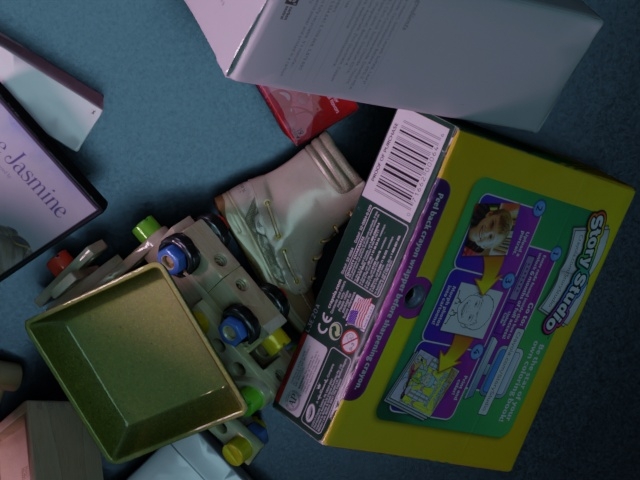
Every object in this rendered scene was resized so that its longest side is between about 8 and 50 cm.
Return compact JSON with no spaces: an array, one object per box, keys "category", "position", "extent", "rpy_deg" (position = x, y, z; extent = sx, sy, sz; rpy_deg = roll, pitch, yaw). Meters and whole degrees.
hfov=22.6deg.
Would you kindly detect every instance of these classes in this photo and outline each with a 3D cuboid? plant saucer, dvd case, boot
[{"category":"plant saucer","position":[-0.189,0.125,1.696],"extent":[0.188,0.045,0.188],"rpy_deg":[-24,103,25]},{"category":"dvd case","position":[-0.377,-0.040,1.729],"extent":[0.253,0.022,0.180],"rpy_deg":[-32,109,25]},{"category":"boot","position":[0.000,0.000,1.819],"extent":[0.165,0.077,0.213],"rpy_deg":[-33,105,-2]}]

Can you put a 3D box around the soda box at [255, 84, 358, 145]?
[{"category":"soda box","position":[-0.062,-0.238,1.745],"extent":[0.083,0.092,0.263],"rpy_deg":[-32,105,-2]}]

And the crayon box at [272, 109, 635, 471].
[{"category":"crayon box","position":[0.153,0.060,1.767],"extent":[0.313,0.106,0.362],"rpy_deg":[14,102,-43]}]

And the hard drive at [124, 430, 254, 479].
[{"category":"hard drive","position":[-0.198,0.412,1.871],"extent":[0.353,0.047,0.233],"rpy_deg":[-44,88,4]}]

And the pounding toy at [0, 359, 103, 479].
[{"category":"pounding toy","position":[-0.319,0.231,1.798],"extent":[0.094,0.181,0.206],"rpy_deg":[6,62,-32]}]

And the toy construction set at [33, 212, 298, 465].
[{"category":"toy construction set","position":[-0.148,0.095,1.783],"extent":[0.328,0.151,0.215],"rpy_deg":[40,135,-7]}]

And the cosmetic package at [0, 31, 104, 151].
[{"category":"cosmetic package","position":[-0.348,-0.186,1.714],"extent":[0.239,0.099,0.060],"rpy_deg":[32,96,-13]}]

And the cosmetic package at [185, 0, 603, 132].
[{"category":"cosmetic package","position":[0.065,-0.248,1.613],"extent":[0.385,0.217,0.156],"rpy_deg":[9,125,-33]}]
